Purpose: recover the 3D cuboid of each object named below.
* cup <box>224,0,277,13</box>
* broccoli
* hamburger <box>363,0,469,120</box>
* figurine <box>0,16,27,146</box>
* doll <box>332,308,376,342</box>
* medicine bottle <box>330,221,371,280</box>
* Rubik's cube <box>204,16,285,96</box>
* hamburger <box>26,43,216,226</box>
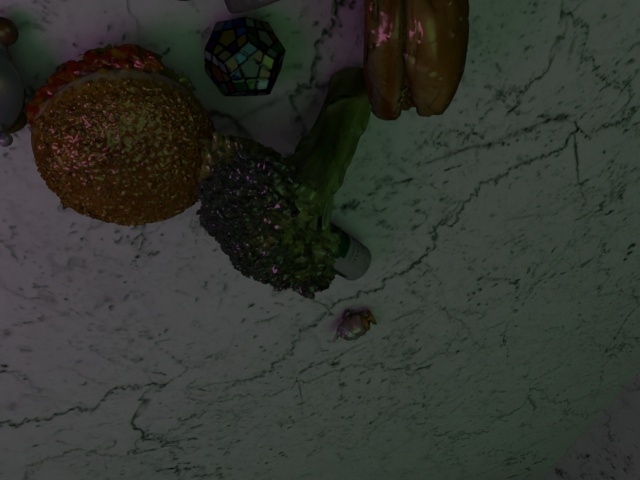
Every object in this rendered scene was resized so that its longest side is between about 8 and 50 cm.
[{"bbox_3d":[-0.120,-0.432,0.635,0.258,0.186,0.234,-25,124,4],"label":"cup"},{"bbox_3d":[-0.039,-0.115,0.799,0.275,0.353,0.396,26,103,3],"label":"broccoli"},{"bbox_3d":[0.131,-0.330,0.718,0.158,0.318,0.318,-3,132,12],"label":"hamburger"},{"bbox_3d":[-0.514,-0.260,0.658,0.194,0.133,0.274,-17,120,-8],"label":"figurine"},{"bbox_3d":[0.080,0.224,1.305,0.127,0.073,0.084,-28,98,-3],"label":"doll"},{"bbox_3d":[0.000,0.000,1.073,0.260,0.095,0.095,31,111,-38],"label":"medicine bottle"},{"bbox_3d":[-0.122,-0.290,0.786,0.133,0.133,0.111,-7,103,-15],"label":"Rubik's cube"},{"bbox_3d":[-0.306,-0.153,0.780,0.276,0.179,0.294,-26,131,-1],"label":"hamburger"}]
